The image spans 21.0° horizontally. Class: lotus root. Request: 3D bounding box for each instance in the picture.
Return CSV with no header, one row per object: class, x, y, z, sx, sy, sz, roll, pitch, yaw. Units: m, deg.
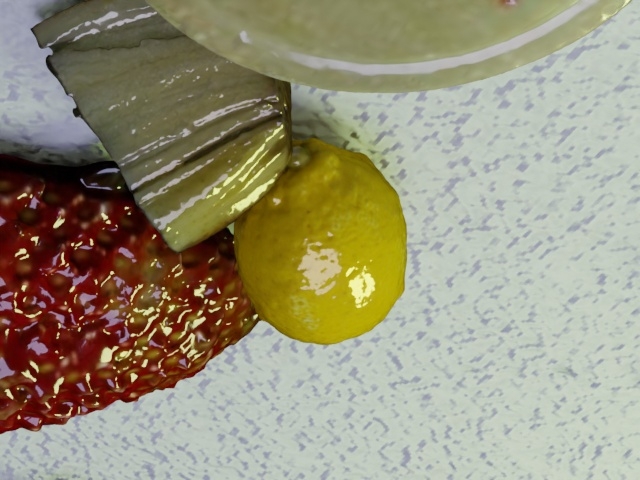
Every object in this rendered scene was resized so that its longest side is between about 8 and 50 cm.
lotus root,-0.079,-0.080,1.044,0.135,0.095,0.159,-19,95,9

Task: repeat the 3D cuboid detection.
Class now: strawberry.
strawberry,-0.183,0.049,1.135,0.306,0.137,0.233,2,135,-4

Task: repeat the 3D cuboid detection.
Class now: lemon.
lemon,0.000,0.000,1.111,0.114,0.114,0.155,-6,132,3

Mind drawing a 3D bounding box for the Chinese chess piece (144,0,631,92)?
Chinese chess piece,0.037,-0.228,0.847,0.338,0.140,0.338,-2,138,-2
